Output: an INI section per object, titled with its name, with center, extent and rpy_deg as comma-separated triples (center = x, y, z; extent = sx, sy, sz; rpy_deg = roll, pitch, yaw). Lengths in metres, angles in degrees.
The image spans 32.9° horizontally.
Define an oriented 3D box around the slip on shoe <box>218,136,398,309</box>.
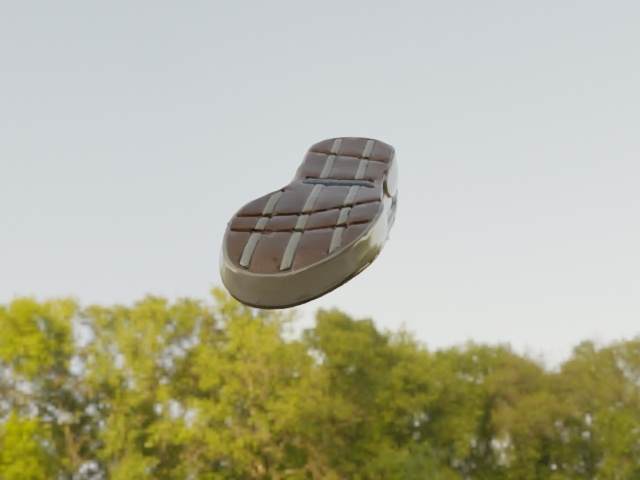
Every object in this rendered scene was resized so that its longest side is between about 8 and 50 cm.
[slip on shoe]
center = 0.000, 0.000, 0.390
extent = 0.051, 0.041, 0.135
rpy_deg = 5, 22, 9
